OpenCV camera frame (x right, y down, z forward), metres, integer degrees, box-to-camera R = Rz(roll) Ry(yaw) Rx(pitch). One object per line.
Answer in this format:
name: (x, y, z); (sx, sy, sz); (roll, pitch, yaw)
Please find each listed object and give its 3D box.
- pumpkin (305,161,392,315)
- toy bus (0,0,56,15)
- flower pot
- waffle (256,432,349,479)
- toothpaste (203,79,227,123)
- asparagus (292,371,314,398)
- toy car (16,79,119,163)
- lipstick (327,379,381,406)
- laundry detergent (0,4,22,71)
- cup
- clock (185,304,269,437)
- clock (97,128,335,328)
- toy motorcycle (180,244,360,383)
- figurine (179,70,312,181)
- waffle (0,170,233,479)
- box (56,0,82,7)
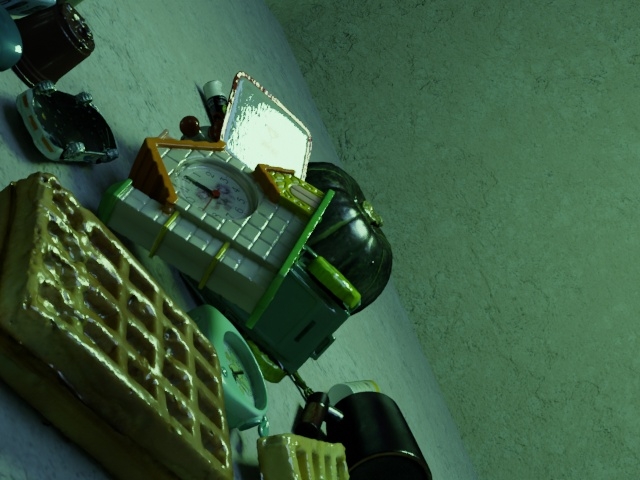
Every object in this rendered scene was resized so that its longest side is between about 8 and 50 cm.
pumpkin: (0.000, 0.000, 1.764); (0.323, 0.241, 0.323); (52, 17, -23)
toy bus: (-0.394, -0.327, 1.117); (0.167, 0.073, 0.076); (-70, 142, -78)
flower pot: (-0.345, -0.256, 1.137); (0.111, 0.089, 0.111); (59, 11, -19)
waffle: (-0.009, 0.364, 1.251); (0.274, 0.057, 0.168); (39, 37, -65)
toothpaste: (-0.212, -0.254, 1.933); (0.071, 0.045, 0.193); (38, 33, -66)
asparagus: (-0.058, 0.215, 1.562); (0.023, 0.022, 0.233); (-4, -54, 52)
toy car: (-0.311, -0.139, 1.104); (0.095, 0.056, 0.205); (63, 7, 1)
lipstick: (0.074, 0.320, 1.838); (0.059, 0.059, 0.264); (65, 10, 13)
laundry detergent: (-0.382, -0.224, 0.962); (0.096, 0.061, 0.206); (52, 12, -14)
cup: (0.075, 0.341, 1.513); (0.239, 0.166, 0.177); (59, 8, -29)
clock: (-0.124, 0.188, 1.191); (0.188, 0.060, 0.148); (55, 12, -40)
clock: (-0.139, -0.041, 1.178); (0.255, 0.106, 0.220); (32, 37, -2)
toy motorcycle: (-0.107, 0.046, 1.378); (0.326, 0.191, 0.200); (45, 3, -1)
figurine: (-0.164, -0.128, 1.399); (0.183, 0.226, 0.160); (39, 50, -39)
waffle: (-0.211, 0.106, 0.880); (0.328, 0.098, 0.224); (57, 10, -36)
box: (-0.389, -0.487, 1.397); (0.178, 0.138, 0.274); (53, 13, -24)
